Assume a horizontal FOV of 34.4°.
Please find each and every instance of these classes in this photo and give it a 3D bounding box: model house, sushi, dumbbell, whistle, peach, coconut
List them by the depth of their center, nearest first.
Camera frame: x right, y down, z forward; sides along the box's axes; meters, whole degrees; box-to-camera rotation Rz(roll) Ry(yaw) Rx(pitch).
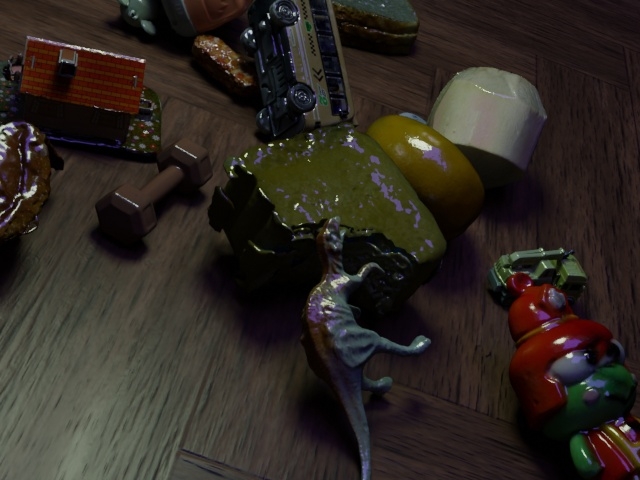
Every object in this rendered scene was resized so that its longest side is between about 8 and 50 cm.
[{"bbox_3d":[-0.477,-0.059,1.428,0.167,0.179,0.296,38,50,-20],"label":"sushi"},{"bbox_3d":[-0.254,-0.080,1.610,0.082,0.092,0.231,7,31,24],"label":"dumbbell"},{"bbox_3d":[-0.392,-0.270,1.708,0.294,0.154,0.207,10,41,-16],"label":"model house"},{"bbox_3d":[0.170,-0.109,1.752,0.251,0.153,0.251,40,-3,2],"label":"peach"},{"bbox_3d":[0.306,-0.202,1.942,0.241,0.241,0.241,14,39,-12],"label":"coconut"},{"bbox_3d":[-0.343,-0.480,2.050,0.114,0.077,0.235,45,28,-18],"label":"whistle"}]

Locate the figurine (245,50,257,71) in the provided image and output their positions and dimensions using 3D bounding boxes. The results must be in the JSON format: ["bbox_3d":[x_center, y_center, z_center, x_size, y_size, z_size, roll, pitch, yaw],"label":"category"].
[{"bbox_3d":[-0.098,-0.423,2.042,0.103,0.205,0.260,-11,32,19],"label":"figurine"}]

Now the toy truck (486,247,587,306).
[{"bbox_3d":[0.372,0.058,1.755,0.169,0.100,0.077,5,43,-21],"label":"toy truck"}]

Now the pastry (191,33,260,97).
[{"bbox_3d":[-0.176,-0.324,1.961,0.169,0.063,0.087,44,41,19],"label":"pastry"}]

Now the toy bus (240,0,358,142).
[{"bbox_3d":[-0.035,-0.313,1.873,0.157,0.139,0.289,-3,74,-33],"label":"toy bus"}]

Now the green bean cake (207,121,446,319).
[{"bbox_3d":[0.000,0.000,1.576,0.310,0.202,0.285,-13,63,-36],"label":"green bean cake"}]

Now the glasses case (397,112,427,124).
[{"bbox_3d":[0.151,-0.199,1.989,0.067,0.045,0.178,33,39,13],"label":"glasses case"}]

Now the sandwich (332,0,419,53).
[{"bbox_3d":[0.077,-0.543,2.317,0.271,0.099,0.301,6,40,-21],"label":"sandwich"}]

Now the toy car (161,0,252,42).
[{"bbox_3d":[-0.209,-0.521,2.012,0.212,0.180,0.270,-10,37,11],"label":"toy car"}]

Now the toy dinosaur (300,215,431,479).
[{"bbox_3d":[0.050,0.173,1.419,0.205,0.092,0.393,25,64,-38],"label":"toy dinosaur"}]

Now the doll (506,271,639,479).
[{"bbox_3d":[0.369,0.206,1.515,0.183,0.160,0.363,-12,68,-34],"label":"doll"}]
